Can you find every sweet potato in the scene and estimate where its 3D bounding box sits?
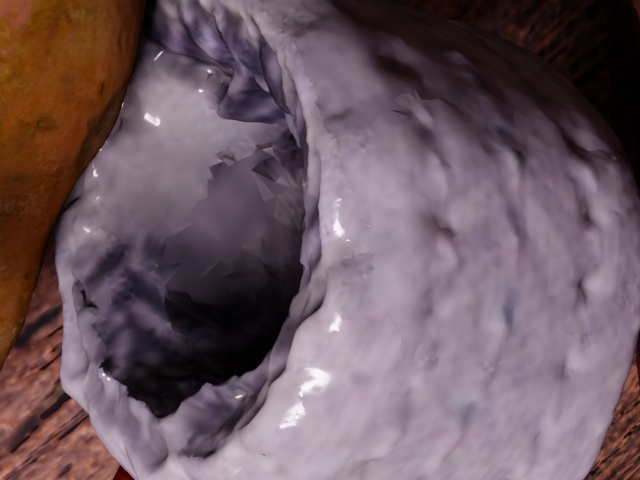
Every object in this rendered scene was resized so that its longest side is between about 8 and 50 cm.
[{"bbox_3d":[-0.120,-0.098,0.481,0.112,0.112,0.359,-1,115,-33],"label":"sweet potato"}]

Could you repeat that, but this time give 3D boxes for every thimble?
[{"bbox_3d":[0.000,0.000,0.528,0.157,0.245,0.217,13,131,-39],"label":"thimble"}]

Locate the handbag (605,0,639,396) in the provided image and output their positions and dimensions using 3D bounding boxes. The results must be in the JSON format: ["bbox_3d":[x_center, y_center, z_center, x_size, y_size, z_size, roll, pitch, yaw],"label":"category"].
[{"bbox_3d":[0.181,-0.022,0.621,0.084,0.275,0.260,-3,124,9],"label":"handbag"}]

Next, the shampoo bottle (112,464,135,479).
[{"bbox_3d":[-0.100,0.211,0.669,0.076,0.118,0.314,20,105,-35],"label":"shampoo bottle"}]
